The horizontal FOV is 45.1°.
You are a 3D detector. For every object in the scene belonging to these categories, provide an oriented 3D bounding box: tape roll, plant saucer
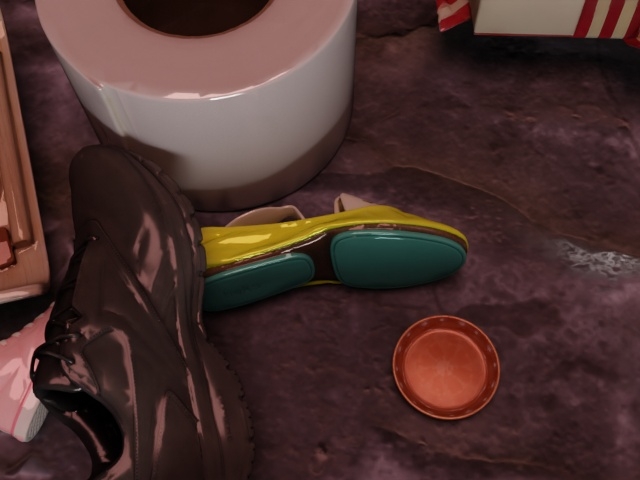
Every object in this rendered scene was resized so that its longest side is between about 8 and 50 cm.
[{"bbox_3d":[-0.091,-0.168,0.646,0.246,0.169,0.246,0,65,1],"label":"tape roll"},{"bbox_3d":[0.098,0.100,0.603,0.083,0.013,0.084,0,64,0],"label":"plant saucer"}]

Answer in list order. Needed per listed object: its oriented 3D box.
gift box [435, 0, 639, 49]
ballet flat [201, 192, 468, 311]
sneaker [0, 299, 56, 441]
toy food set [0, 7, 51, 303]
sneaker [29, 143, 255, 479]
[{"bbox_3d":[0.236,-0.305,0.655,0.255,0.258,0.276,5,57,3],"label":"gift box"},{"bbox_3d":[0.000,0.000,0.623,0.230,0.077,0.077,-9,48,-1],"label":"ballet flat"},{"bbox_3d":[-0.226,0.080,0.595,0.070,0.051,0.134,20,71,4],"label":"sneaker"},{"bbox_3d":[-0.345,-0.073,0.586,0.219,0.092,0.306,-13,72,-11],"label":"toy food set"},{"bbox_3d":[-0.144,0.056,0.543,0.130,0.109,0.286,-7,65,-36],"label":"sneaker"}]
